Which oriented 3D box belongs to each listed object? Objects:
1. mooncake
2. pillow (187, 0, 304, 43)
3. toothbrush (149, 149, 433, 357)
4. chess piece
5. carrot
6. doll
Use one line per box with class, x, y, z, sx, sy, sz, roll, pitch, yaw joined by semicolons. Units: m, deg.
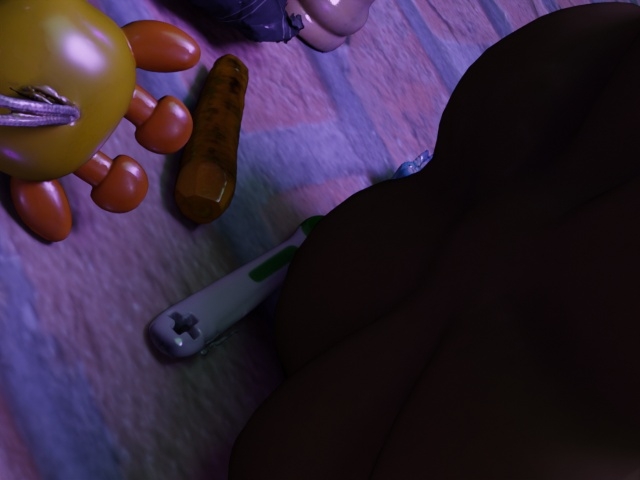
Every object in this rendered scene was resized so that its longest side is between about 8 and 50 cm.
mooncake;0.163;0.071;0.654;0.262;0.467;0.467;43;33;-21
pillow;-0.116;-0.296;0.929;0.335;0.092;0.161;60;25;2
toothbrush;-0.003;0.004;0.885;0.042;0.040;0.418;41;33;10
chess piece;0.046;-0.245;1.043;0.094;0.170;0.094;36;39;-35
carrot;-0.073;-0.077;0.846;0.042;0.042;0.171;42;32;-26
doll;-0.167;-0.097;0.642;0.221;0.143;0.135;37;1;-30
